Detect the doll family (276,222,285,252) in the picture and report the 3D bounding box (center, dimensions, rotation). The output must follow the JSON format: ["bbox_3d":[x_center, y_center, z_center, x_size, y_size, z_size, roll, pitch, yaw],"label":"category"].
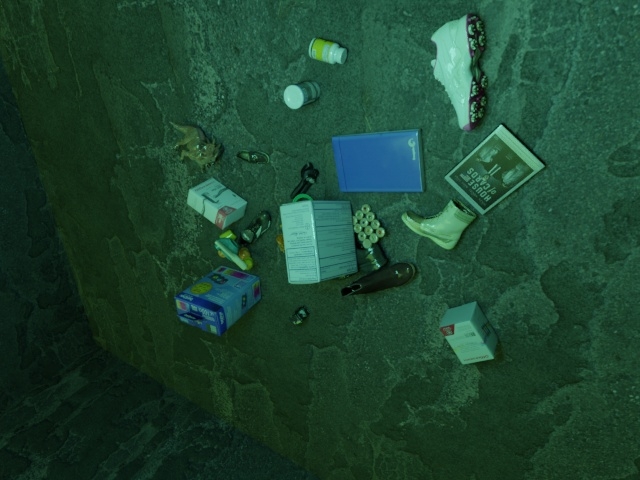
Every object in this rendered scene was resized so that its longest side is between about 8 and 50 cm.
[{"bbox_3d":[-0.101,-0.017,1.722,0.163,0.118,0.263,36,128,6],"label":"doll family"}]

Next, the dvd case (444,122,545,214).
[{"bbox_3d":[0.533,-0.216,1.265,0.179,0.029,0.239,45,130,3],"label":"dvd case"}]

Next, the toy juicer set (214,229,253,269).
[{"bbox_3d":[-0.402,0.069,1.858,0.089,0.329,0.209,-39,101,3],"label":"toy juicer set"}]

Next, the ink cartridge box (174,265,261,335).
[{"bbox_3d":[-0.512,0.300,1.986,0.269,0.395,0.151,13,122,26],"label":"ink cartridge box"}]

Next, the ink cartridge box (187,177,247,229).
[{"bbox_3d":[-0.468,-0.171,1.842,0.217,0.158,0.092,34,131,11],"label":"ink cartridge box"}]

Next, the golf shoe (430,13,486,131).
[{"bbox_3d":[0.394,-0.469,1.167,0.140,0.115,0.307,7,114,41],"label":"golf shoe"}]

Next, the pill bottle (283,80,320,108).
[{"bbox_3d":[-0.060,-0.506,1.403,0.078,0.137,0.078,15,123,24],"label":"pill bottle"}]

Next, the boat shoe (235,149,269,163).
[{"bbox_3d":[-0.285,-0.344,1.697,0.152,0.049,0.056,12,122,26],"label":"boat shoe"}]

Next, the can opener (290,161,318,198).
[{"bbox_3d":[-0.065,-0.225,1.632,0.059,0.073,0.186,12,137,-21],"label":"can opener"}]

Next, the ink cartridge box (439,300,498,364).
[{"bbox_3d":[0.554,0.345,1.510,0.128,0.127,0.176,-26,100,39],"label":"ink cartridge box"}]

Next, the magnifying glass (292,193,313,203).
[{"bbox_3d":[-0.047,-0.077,1.649,0.092,0.026,0.231,-20,95,-3],"label":"magnifying glass"}]

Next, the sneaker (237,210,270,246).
[{"bbox_3d":[-0.307,-0.042,1.848,0.078,0.106,0.234,46,131,0],"label":"sneaker"}]

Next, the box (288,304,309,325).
[{"bbox_3d":[-0.103,0.365,1.969,0.062,0.083,0.052,-33,96,40],"label":"box"}]

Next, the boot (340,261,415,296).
[{"bbox_3d":[0.221,0.160,1.558,0.248,0.206,0.090,-27,80,42],"label":"boot"}]

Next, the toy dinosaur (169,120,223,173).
[{"bbox_3d":[-0.532,-0.422,1.770,0.200,0.127,0.296,-32,84,33],"label":"toy dinosaur"}]

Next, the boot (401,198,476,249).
[{"bbox_3d":[0.403,-0.081,1.395,0.213,0.077,0.165,31,129,7],"label":"boot"}]

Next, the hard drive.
[{"bbox_3d":[0.201,-0.274,1.434,0.318,0.040,0.211,4,118,31],"label":"hard drive"}]

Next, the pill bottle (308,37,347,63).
[{"bbox_3d":[0.026,-0.617,1.331,0.116,0.065,0.065,25,127,18],"label":"pill bottle"}]

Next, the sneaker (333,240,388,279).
[{"bbox_3d":[0.133,0.076,1.654,0.286,0.109,0.130,-21,96,31],"label":"sneaker"}]

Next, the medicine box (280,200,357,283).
[{"bbox_3d":[0.000,0.000,1.521,0.149,0.263,0.290,-5,91,36],"label":"medicine box"}]

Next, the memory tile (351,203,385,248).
[{"bbox_3d":[0.176,-0.054,1.554,0.113,0.012,0.148,-43,67,34],"label":"memory tile"}]
